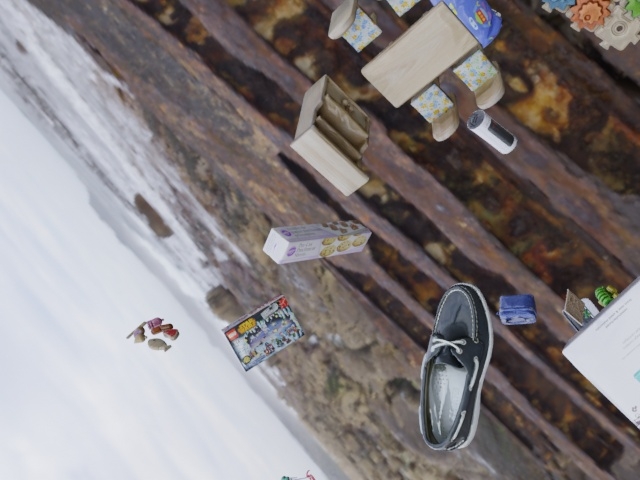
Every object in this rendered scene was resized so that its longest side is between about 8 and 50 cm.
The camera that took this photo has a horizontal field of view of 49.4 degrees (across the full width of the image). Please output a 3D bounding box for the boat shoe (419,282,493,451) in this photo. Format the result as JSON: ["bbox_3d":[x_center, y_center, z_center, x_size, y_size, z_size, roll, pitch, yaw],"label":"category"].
[{"bbox_3d":[0.239,0.223,1.244,0.114,0.302,0.091,-4,169,35],"label":"boat shoe"}]

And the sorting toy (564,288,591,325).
[{"bbox_3d":[0.536,0.147,1.451,0.083,0.062,0.012,37,141,-22],"label":"sorting toy"}]

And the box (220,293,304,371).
[{"bbox_3d":[-0.110,0.177,1.341,0.094,0.137,0.027,63,165,-16],"label":"box"}]

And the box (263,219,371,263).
[{"bbox_3d":[0.000,0.000,1.692,0.063,0.067,0.324,39,-153,30],"label":"box"}]

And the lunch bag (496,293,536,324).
[{"bbox_3d":[0.502,0.182,1.785,0.098,0.065,0.067,-7,147,22],"label":"lunch bag"}]

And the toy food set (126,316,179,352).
[{"bbox_3d":[-0.325,0.179,1.367,0.122,0.078,0.019,6,125,33],"label":"toy food set"}]

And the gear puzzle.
[{"bbox_3d":[0.651,-0.504,1.515,0.339,0.044,0.175,31,128,-5],"label":"gear puzzle"}]

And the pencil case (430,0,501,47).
[{"bbox_3d":[0.375,-0.657,1.883,0.306,0.133,0.119,48,-174,-21],"label":"pencil case"}]

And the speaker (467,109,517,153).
[{"bbox_3d":[0.428,-0.270,1.737,0.136,0.055,0.055,28,-179,-33],"label":"speaker"}]

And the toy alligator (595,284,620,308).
[{"bbox_3d":[0.793,0.173,1.894,0.051,0.056,0.189,17,-155,-12],"label":"toy alligator"}]

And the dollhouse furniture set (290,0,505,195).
[{"bbox_3d":[0.089,-0.200,0.916,0.212,0.242,0.161,40,-147,-23],"label":"dollhouse furniture set"}]

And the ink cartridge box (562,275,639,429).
[{"bbox_3d":[0.570,0.209,1.137,0.270,0.197,0.198,47,-167,17],"label":"ink cartridge box"}]

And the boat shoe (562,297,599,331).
[{"bbox_3d":[0.862,0.307,2.169,0.108,0.102,0.301,70,176,-46],"label":"boat shoe"}]

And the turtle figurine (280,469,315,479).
[{"bbox_3d":[-0.074,0.772,2.040,0.118,0.234,0.175,-4,-116,-60],"label":"turtle figurine"}]
